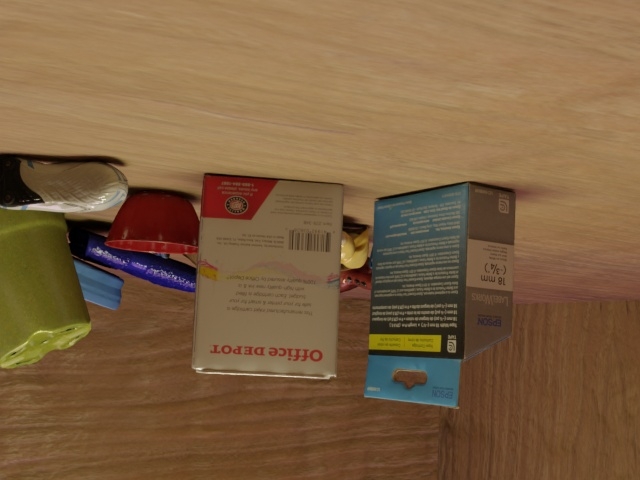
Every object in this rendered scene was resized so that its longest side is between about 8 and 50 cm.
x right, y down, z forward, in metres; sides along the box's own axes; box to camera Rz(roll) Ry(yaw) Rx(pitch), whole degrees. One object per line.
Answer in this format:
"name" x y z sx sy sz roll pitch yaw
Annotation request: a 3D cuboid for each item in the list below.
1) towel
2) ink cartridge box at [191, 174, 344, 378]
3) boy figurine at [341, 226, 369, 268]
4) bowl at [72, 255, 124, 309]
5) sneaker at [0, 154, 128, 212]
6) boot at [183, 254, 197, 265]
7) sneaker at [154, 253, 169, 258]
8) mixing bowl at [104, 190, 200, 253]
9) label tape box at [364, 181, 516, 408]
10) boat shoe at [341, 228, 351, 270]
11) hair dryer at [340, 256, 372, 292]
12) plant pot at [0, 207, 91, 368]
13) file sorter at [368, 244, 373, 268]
"towel" -0.439 0.056 2.095 0.308 0.076 0.228 20 178 -26
"ink cartridge box" -0.086 0.061 1.409 0.226 0.306 0.131 5 172 -8
"boy figurine" 0.000 0.000 1.752 0.285 0.092 0.177 8 171 -39
"bowl" -0.638 0.051 2.054 0.391 0.077 0.391 23 174 3
"sneaker" -0.405 -0.080 1.327 0.237 0.085 0.086 4 168 7
"boot" -0.270 0.027 2.164 0.115 0.112 0.305 26 175 10
"sneaker" -0.373 -0.001 1.964 0.087 0.083 0.221 10 170 -9
"mixing bowl" -0.291 -0.034 1.581 0.182 0.098 0.181 2 173 0
"label tape box" 0.187 0.091 1.410 0.106 0.333 0.241 8 172 -32
"boat shoe" -0.083 0.026 1.866 0.341 0.121 0.110 4 174 -24
"hair dryer" 0.083 0.072 1.935 0.294 0.080 0.223 -13 -176 12
"plant pot" -0.556 0.087 1.636 0.276 0.253 0.276 -26 169 -5
"file sorter" 0.190 0.026 1.621 0.170 0.104 0.118 22 161 -23
